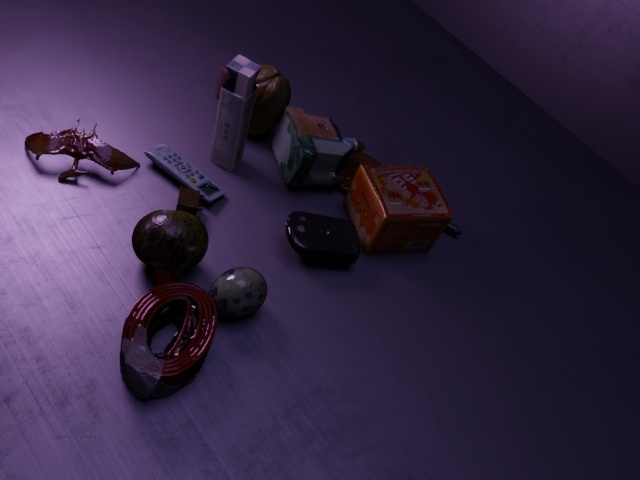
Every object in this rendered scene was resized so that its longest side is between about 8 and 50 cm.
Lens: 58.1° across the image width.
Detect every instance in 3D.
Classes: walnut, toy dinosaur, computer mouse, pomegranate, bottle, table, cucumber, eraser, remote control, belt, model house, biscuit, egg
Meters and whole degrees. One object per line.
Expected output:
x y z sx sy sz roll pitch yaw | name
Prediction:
-0.230 -0.534 2.171 0.282 0.283 0.228 -32 85 -41 | walnut
-0.757 -0.282 1.842 0.327 0.113 0.207 -15 83 -22 | toy dinosaur
0.000 0.000 1.913 0.269 0.100 0.170 10 51 -23 | computer mouse
-0.435 0.035 1.645 0.214 0.214 0.248 9 84 -17 | pomegranate
-0.379 -0.624 2.273 0.053 0.140 0.053 13 45 -14 | bottle
-0.418 -0.116 1.848 0.082 0.070 0.083 11 46 -15 | table
0.481 -0.060 2.230 0.167 0.039 0.039 31 45 7 | cucumber
-0.292 -0.418 1.942 0.096 0.404 0.098 27 47 5 | eraser
-0.459 -0.224 1.940 0.293 0.051 0.103 36 33 8 | remote control
-0.400 0.256 1.494 0.227 0.115 0.324 23 43 -1 | belt
0.017 -0.332 2.158 0.324 0.194 0.267 0 49 -27 | model house
0.141 -0.261 2.255 0.261 0.037 0.262 11 47 -12 | biscuit
-0.237 0.148 1.642 0.181 0.141 0.141 -19 60 -34 | egg

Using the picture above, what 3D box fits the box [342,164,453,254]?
0.272 -0.116 2.064 0.283 0.214 0.260 -2 53 -26 | box
